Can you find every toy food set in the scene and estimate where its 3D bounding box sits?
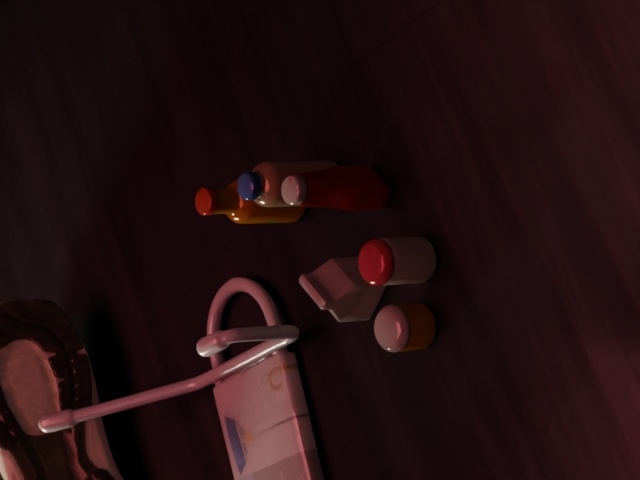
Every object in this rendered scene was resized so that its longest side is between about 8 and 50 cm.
[{"bbox_3d":[0.000,0.000,1.479,0.232,0.104,0.111,50,128,36],"label":"toy food set"}]

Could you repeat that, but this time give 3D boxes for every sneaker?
[{"bbox_3d":[-0.264,0.269,1.834,0.182,0.158,0.410,120,137,-76],"label":"sneaker"}]

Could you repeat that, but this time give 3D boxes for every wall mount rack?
[{"bbox_3d":[-0.112,0.220,1.610,0.304,0.130,0.350,-30,68,47],"label":"wall mount rack"}]
